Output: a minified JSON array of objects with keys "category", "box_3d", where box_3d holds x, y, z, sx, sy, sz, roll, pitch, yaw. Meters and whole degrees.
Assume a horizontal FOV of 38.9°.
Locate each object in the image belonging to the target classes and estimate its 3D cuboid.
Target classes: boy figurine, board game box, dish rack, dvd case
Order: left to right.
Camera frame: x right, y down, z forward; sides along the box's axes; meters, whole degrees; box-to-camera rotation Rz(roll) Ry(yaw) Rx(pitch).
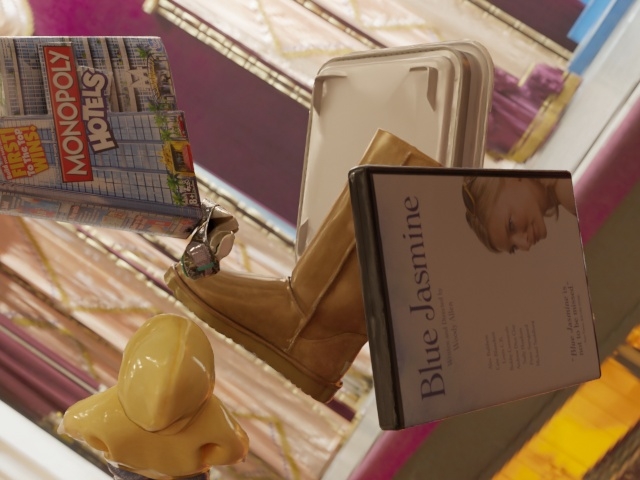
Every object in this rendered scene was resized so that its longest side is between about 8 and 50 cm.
[{"category":"board game box","box_3d":[-0.214,-0.091,0.763,0.194,0.194,0.060,-6,-16,-25]},{"category":"boy figurine","box_3d":[-0.152,0.169,0.829,0.285,0.177,0.092,101,175,-52]},{"category":"dish rack","box_3d":[0.072,-0.089,1.149,0.072,0.285,0.332,6,-91,-46]},{"category":"dvd case","box_3d":[0.127,0.033,0.690,0.253,0.180,0.022,-3,-6,-42]}]

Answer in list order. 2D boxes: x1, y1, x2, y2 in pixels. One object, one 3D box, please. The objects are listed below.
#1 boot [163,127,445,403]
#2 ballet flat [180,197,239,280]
[{"category":"boot","box_3d":[0.000,0.000,0.953,0.269,0.236,0.089,-56,-4,6]},{"category":"ballet flat","box_3d":[-0.091,-0.005,0.793,0.114,0.041,0.041,-83,19,-58]}]
